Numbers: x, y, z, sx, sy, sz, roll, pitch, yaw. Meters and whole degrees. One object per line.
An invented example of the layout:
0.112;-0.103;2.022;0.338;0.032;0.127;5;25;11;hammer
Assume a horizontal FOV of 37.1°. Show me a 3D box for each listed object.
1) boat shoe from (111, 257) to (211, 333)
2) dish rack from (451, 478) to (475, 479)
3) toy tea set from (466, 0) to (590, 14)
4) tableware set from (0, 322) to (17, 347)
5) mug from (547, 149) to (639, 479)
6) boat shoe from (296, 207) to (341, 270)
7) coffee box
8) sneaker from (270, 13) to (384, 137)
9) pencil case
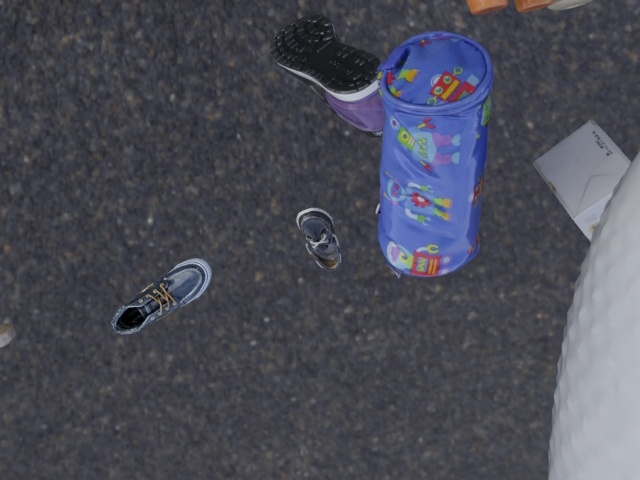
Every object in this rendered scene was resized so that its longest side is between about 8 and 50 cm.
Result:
-0.264;0.099;1.593;0.183;0.083;0.065;-34;94;21;boat shoe
0.234;0.392;0.988;0.333;0.072;0.285;19;114;11;dish rack
0.369;-0.446;1.523;0.336;0.124;0.200;-14;-177;-40;toy tea set
-0.189;0.095;0.310;0.194;0.128;0.039;-16;113;23;tableware set
0.285;0.104;0.529;0.276;0.374;0.328;-3;111;-3;mug
0.000;0.000;1.287;0.046;0.038;0.125;-14;148;5;boat shoe
0.398;-0.021;1.239;0.098;0.141;0.246;-38;123;15;coffee box
0.016;-0.241;1.451;0.107;0.283;0.124;-34;132;-5;sneaker
0.121;-0.086;1.072;0.133;0.119;0.306;17;144;17;pencil case
